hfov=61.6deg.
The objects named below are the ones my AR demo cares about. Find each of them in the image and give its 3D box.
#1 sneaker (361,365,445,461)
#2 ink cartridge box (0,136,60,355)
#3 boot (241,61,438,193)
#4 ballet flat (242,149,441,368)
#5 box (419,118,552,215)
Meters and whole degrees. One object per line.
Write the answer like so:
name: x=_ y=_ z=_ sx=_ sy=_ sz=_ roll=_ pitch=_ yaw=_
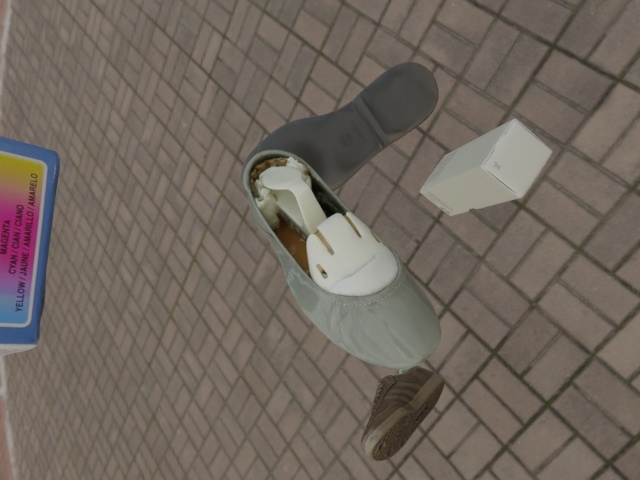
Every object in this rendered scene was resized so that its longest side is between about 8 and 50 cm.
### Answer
sneaker: x=0.095 y=0.223 z=0.715 sx=0.071 sy=0.188 sz=0.066 roll=22 pitch=114 yaw=32
ink cartridge box: x=-0.411 y=-0.001 z=0.319 sx=0.269 sy=0.395 sz=0.151 roll=-17 pitch=71 yaw=42
boot: x=0.029 y=-0.139 z=0.761 sx=0.305 sy=0.115 sz=0.112 roll=-26 pitch=94 yaw=18
ballet flat: x=0.000 y=0.000 z=0.368 sx=0.213 sy=0.072 sz=0.068 roll=47 pitch=160 yaw=45
box: x=0.301 y=-0.128 z=1.023 sx=0.113 sy=0.094 sz=0.275 roll=-54 pitch=7 yaw=-9
